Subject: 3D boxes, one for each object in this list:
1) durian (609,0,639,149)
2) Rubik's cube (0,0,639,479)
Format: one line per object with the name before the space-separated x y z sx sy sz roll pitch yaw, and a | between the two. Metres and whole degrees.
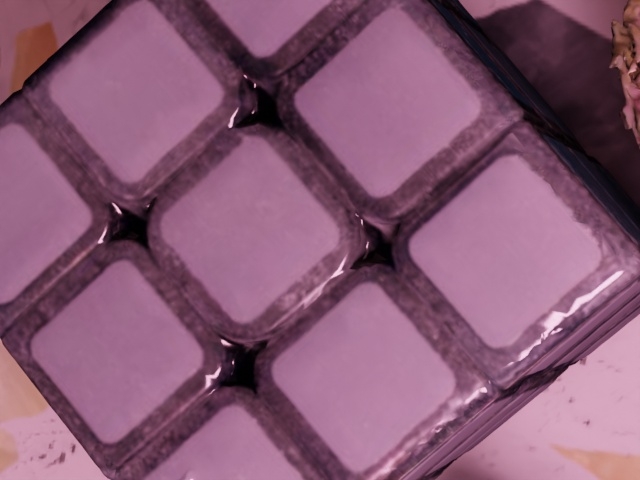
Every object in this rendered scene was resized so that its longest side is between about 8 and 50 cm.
durian | 0.296 -0.055 1.040 0.196 0.185 0.305 -34 36 33
Rubik's cube | 0.000 0.000 1.104 0.304 0.301 0.305 -43 81 10
